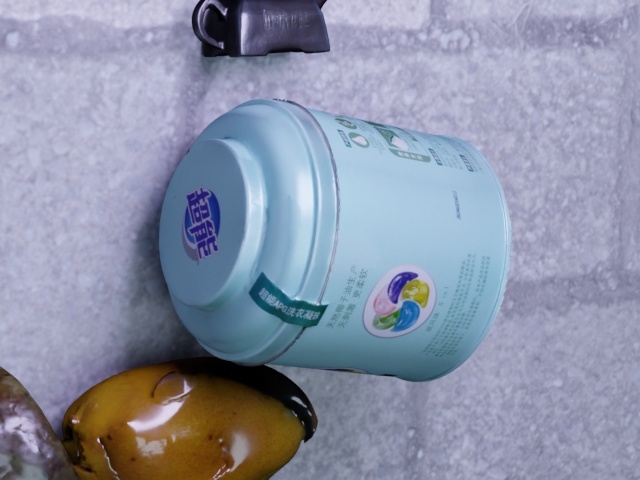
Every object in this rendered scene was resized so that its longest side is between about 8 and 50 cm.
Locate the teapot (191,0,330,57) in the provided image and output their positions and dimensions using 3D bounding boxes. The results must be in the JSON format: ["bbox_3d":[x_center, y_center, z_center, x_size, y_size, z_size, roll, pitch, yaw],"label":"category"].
[{"bbox_3d":[-0.062,-0.251,1.838,0.177,0.087,0.096,-8,100,-32],"label":"teapot"}]

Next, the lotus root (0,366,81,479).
[{"bbox_3d":[-0.338,0.299,1.742,0.210,0.142,0.314,-38,117,-20],"label":"lotus root"}]

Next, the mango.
[{"bbox_3d":[-0.151,0.223,1.839,0.287,0.152,0.201,8,91,-35],"label":"mango"}]

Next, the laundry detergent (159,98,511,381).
[{"bbox_3d":[0.000,0.000,1.810,0.305,0.287,0.287,9,96,-35],"label":"laundry detergent"}]
